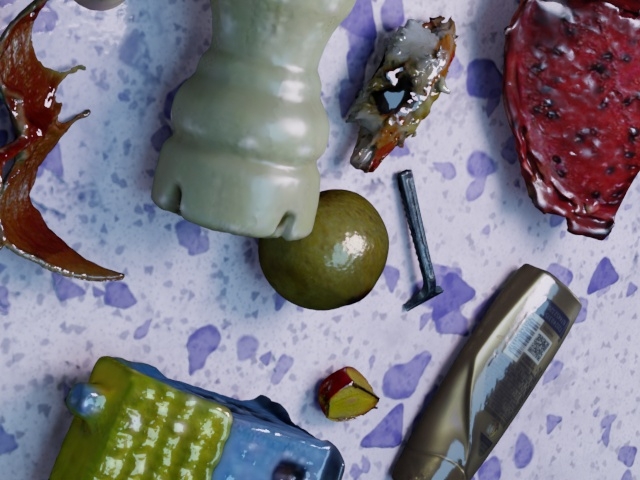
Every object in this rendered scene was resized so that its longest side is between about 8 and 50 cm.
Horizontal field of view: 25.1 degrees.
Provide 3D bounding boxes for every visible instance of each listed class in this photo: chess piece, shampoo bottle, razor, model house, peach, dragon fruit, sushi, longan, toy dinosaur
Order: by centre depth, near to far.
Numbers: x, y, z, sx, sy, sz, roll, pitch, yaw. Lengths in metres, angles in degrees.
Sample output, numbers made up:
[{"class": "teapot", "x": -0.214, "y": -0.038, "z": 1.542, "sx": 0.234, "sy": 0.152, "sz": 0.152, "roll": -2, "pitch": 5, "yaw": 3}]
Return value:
[{"class": "toy dinosaur", "x": -0.261, "y": -0.118, "z": 1.456, "sx": 0.206, "sy": 0.113, "sz": 0.327, "roll": -11, "pitch": 113, "yaw": -74}, {"class": "chess piece", "x": -0.051, "y": -0.229, "z": 1.553, "sx": 0.234, "sy": 0.234, "sz": 0.442, "roll": 4, "pitch": 103, "yaw": -38}, {"class": "model house", "x": -0.171, "y": 0.268, "z": 1.608, "sx": 0.303, "sy": 0.215, "sz": 0.237, "roll": 24, "pitch": 88, "yaw": -33}, {"class": "longan", "x": 0.000, "y": 0.000, "z": 1.707, "sx": 0.155, "sy": 0.145, "sz": 0.176, "roll": -1, "pitch": 61, "yaw": -59}, {"class": "sushi", "x": 0.099, "y": -0.186, "z": 1.748, "sx": 0.103, "sy": 0.097, "sz": 0.226, "roll": 32, "pitch": 80, "yaw": -35}, {"class": "peach", "x": 0.036, "y": 0.191, "z": 1.833, "sx": 0.083, "sy": 0.050, "sz": 0.077, "roll": -10, "pitch": 132, "yaw": -25}, {"class": "razor", "x": 0.127, "y": -0.002, "z": 1.862, "sx": 0.066, "sy": 0.033, "sz": 0.190, "roll": -25, "pitch": 116, "yaw": -30}, {"class": "dragon fruit", "x": 0.340, "y": -0.195, "z": 1.940, "sx": 0.286, "sy": 0.228, "sz": 0.329, "roll": 12, "pitch": 118, "yaw": -7}, {"class": "shampoo bottle", "x": 0.225, "y": 0.202, "z": 1.958, "sx": 0.125, "sy": 0.084, "sz": 0.350, "roll": 41, "pitch": 78, "yaw": -34}]

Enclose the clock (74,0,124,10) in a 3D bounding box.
[{"class": "clock", "x": -0.265, "y": -0.377, "z": 1.320, "sx": 0.284, "sy": 0.114, "sz": 0.309, "roll": 9, "pitch": 80, "yaw": -15}]
